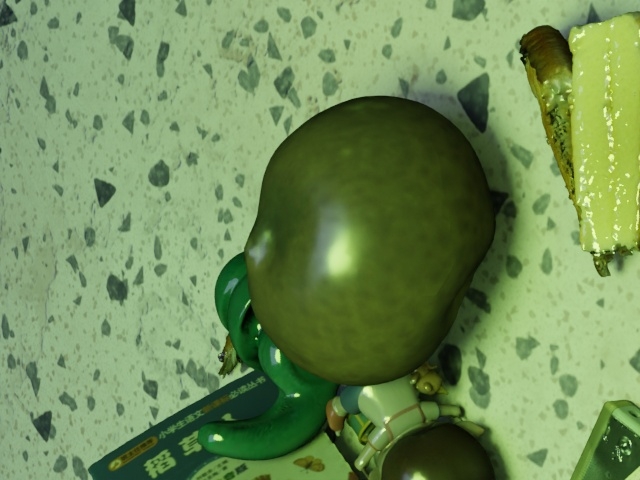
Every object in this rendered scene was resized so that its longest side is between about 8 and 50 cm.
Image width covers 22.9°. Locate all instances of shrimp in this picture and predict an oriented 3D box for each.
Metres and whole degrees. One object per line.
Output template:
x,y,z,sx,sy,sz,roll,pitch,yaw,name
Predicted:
-0.093,0.140,2.253,0.099,0.041,0.180,49,126,16,shrimp

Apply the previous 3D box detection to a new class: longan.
0.060,-0.001,1.878,0.288,0.288,0.350,16,85,46,longan

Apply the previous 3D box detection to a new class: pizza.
0.279,-0.112,1.693,0.074,0.251,0.288,-21,80,9,pizza

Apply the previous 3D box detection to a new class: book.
-0.110,0.342,2.046,0.428,0.300,0.039,47,165,54,book

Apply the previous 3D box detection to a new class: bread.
0.358,-0.103,1.582,0.111,0.239,0.246,1,95,51,bread

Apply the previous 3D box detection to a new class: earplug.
-0.070,0.139,2.100,0.257,0.164,0.280,-52,44,13,earplug

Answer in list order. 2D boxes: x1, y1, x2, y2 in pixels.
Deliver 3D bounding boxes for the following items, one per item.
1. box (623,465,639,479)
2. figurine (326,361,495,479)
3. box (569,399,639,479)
0.397,0.399,1.628,0.330,0.095,0.210,50,126,17,box
0.128,0.273,1.937,0.275,0.161,0.158,59,172,30,figurine
0.348,0.342,1.763,0.211,0.045,0.270,42,122,39,box
